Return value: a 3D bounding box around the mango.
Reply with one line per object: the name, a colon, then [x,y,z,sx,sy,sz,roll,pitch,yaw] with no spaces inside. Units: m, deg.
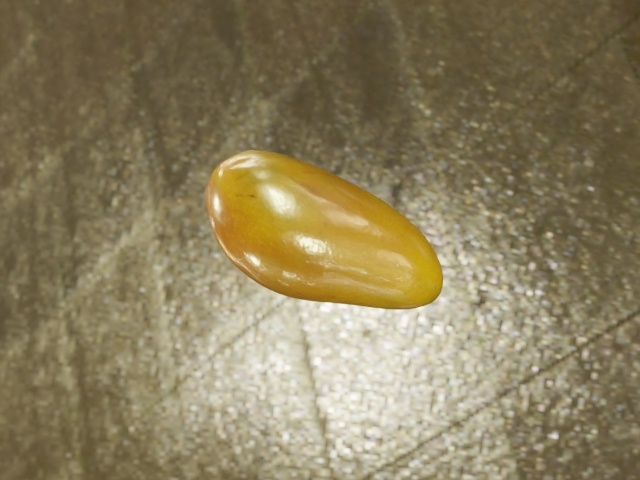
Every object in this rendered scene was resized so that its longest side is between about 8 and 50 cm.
mango: [0.000,0.000,1.294,0.138,0.253,0.113,-57,-10,-45]
